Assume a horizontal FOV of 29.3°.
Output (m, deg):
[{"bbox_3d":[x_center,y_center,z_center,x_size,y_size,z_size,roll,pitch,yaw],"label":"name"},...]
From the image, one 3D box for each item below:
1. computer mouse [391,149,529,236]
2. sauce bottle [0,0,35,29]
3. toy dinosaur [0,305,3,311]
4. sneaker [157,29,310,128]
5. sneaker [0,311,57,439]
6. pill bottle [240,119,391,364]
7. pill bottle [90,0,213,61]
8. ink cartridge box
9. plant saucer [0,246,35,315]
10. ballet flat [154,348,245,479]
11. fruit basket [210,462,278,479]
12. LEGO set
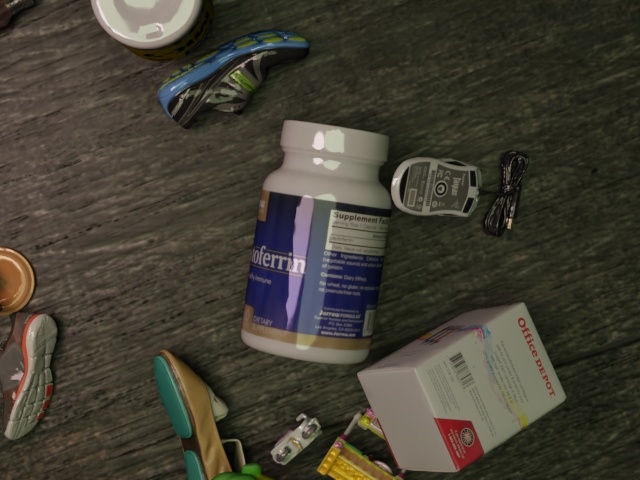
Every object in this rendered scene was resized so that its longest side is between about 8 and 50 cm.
[{"bbox_3d":[0.156,-0.064,1.435,0.193,0.042,0.106,6,100,-31],"label":"computer mouse"},{"bbox_3d":[-0.399,-0.260,1.445,0.128,0.042,0.042,-30,93,1],"label":"sauce bottle"},{"bbox_3d":[-0.517,0.138,1.390,0.322,0.164,0.218,-24,83,-2],"label":"toy dinosaur"},{"bbox_3d":[-0.098,-0.192,1.450,0.188,0.067,0.078,-27,114,-1],"label":"sneaker"},{"bbox_3d":[-0.361,0.158,1.472,0.065,0.061,0.158,14,92,25],"label":"sneaker"},{"bbox_3d":[0.000,0.000,1.411,0.153,0.153,0.264,8,92,-1],"label":"pill bottle"},{"bbox_3d":[-0.181,-0.262,1.364,0.119,0.208,0.119,0,93,0],"label":"pill bottle"},{"bbox_3d":[0.162,0.167,1.403,0.176,0.127,0.128,-26,94,-29],"label":"ink cartridge box"},{"bbox_3d":[-0.386,0.049,1.477,0.083,0.013,0.083,0,93,0],"label":"plant saucer"},{"bbox_3d":[-0.137,0.234,1.472,0.073,0.080,0.232,-18,97,-28],"label":"ballet flat"},{"bbox_3d":[-0.058,0.456,1.362,0.392,0.283,0.392,0,122,-1],"label":"fruit basket"},{"bbox_3d":[0.080,0.308,1.475,0.132,0.107,0.287,-34,99,36],"label":"LEGO set"}]
